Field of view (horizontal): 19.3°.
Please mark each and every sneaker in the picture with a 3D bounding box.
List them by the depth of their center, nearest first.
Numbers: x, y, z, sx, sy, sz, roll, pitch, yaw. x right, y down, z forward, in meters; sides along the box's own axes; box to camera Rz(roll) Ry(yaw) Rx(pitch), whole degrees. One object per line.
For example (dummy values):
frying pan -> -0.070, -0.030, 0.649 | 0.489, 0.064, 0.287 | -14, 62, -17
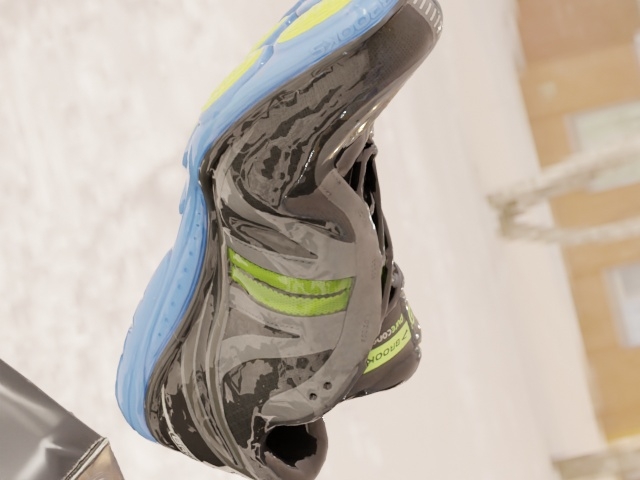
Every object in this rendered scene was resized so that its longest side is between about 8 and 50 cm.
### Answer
sneaker -> 0.000, 0.000, 0.504 | 0.067, 0.078, 0.188 | -50, 166, -44

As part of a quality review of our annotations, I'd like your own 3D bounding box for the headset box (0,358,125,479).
headset box -> -0.212, 0.117, 0.910 | 0.246, 0.131, 0.283 | 35, -20, 19
